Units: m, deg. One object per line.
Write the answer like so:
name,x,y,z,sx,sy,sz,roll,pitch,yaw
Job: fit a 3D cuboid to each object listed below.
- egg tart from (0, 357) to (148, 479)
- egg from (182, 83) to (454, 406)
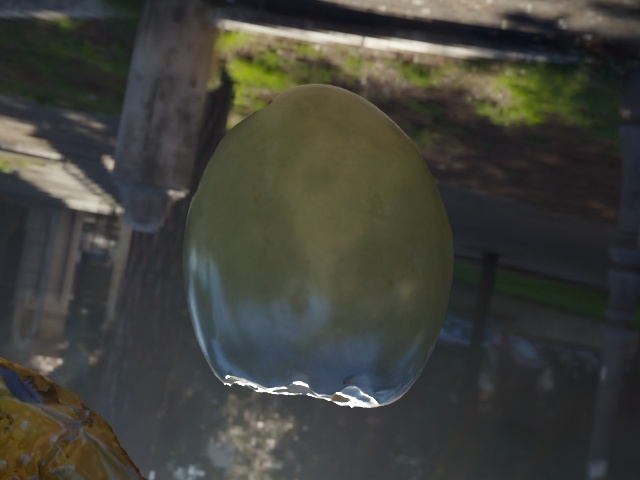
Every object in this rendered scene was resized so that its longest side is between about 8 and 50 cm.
egg tart,-0.110,0.095,0.400,0.129,0.128,0.049,8,-151,20
egg,0.000,0.000,0.819,0.183,0.217,0.183,7,171,1
